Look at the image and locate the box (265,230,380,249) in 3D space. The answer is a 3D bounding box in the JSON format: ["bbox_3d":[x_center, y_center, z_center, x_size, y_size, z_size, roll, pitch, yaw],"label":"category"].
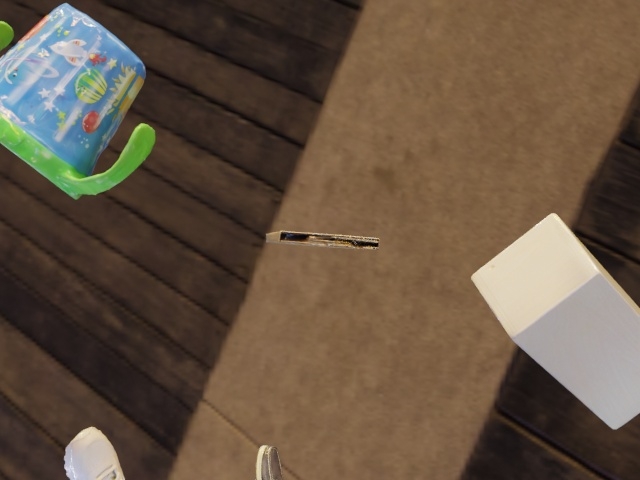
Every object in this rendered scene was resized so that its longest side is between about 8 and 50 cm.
[{"bbox_3d":[0.000,0.000,2.169,0.201,0.164,0.021,-177,91,-82],"label":"box"}]

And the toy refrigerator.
[{"bbox_3d":[0.261,0.084,1.297,0.102,0.269,0.094,-39,49,11],"label":"toy refrigerator"}]

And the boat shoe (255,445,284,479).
[{"bbox_3d":[-0.052,0.349,1.759,0.049,0.056,0.152,-14,75,22],"label":"boat shoe"}]

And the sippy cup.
[{"bbox_3d":[-0.383,-0.216,1.935,0.224,0.305,0.240,-52,10,-4],"label":"sippy cup"}]

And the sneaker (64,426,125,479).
[{"bbox_3d":[-0.343,0.402,2.119,0.095,0.090,0.235,28,141,42],"label":"sneaker"}]
